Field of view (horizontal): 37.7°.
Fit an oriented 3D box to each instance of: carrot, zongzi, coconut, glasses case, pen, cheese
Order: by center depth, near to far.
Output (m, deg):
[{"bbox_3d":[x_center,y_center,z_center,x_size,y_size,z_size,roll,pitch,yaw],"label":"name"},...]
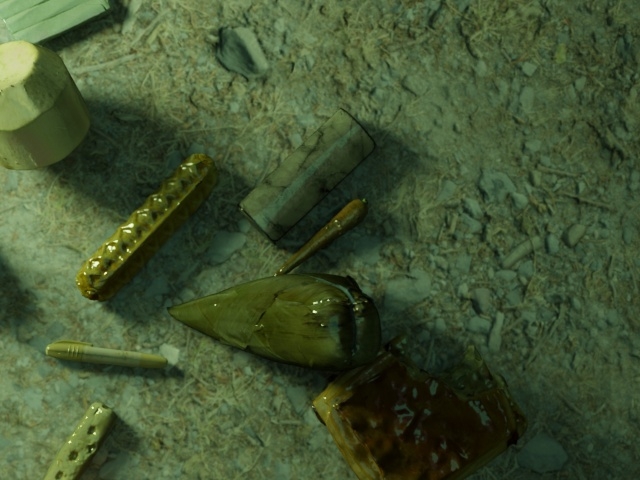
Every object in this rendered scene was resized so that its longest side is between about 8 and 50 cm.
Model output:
[{"bbox_3d":[-0.088,0.151,1.719,0.392,0.356,0.174,1,92,-8],"label":"zongzi"},{"bbox_3d":[-0.544,-0.240,1.745,0.241,0.241,0.241,1,85,-10],"label":"coconut"},{"bbox_3d":[-0.461,0.401,1.790,0.065,0.043,0.194,31,83,-1],"label":"cheese"},{"bbox_3d":[-0.413,0.221,1.820,0.233,0.032,0.040,7,61,-11],"label":"pen"},{"bbox_3d":[-0.026,-0.131,1.899,0.299,0.060,0.114,-45,93,-10],"label":"glasses case"},{"bbox_3d":[0.000,0.000,1.903,0.254,0.049,0.049,-39,92,-8],"label":"carrot"}]

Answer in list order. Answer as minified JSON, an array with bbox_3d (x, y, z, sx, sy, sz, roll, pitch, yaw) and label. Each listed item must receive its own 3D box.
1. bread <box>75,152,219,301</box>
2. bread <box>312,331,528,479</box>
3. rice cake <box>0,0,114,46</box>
[{"bbox_3d":[-0.335,-0.026,1.832,0.077,0.084,0.367,33,76,38],"label":"bread"},{"bbox_3d":[0.183,0.338,1.836,0.370,0.191,0.314,-32,86,-23],"label":"bread"},{"bbox_3d":[-0.545,-0.481,1.851,0.198,0.037,0.189,-37,92,-11],"label":"rice cake"}]
